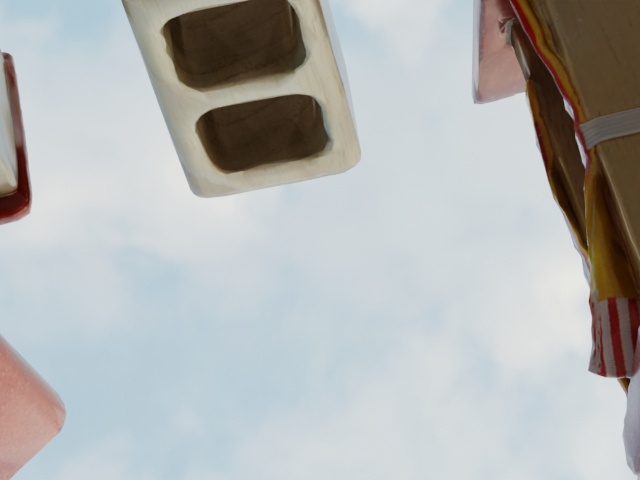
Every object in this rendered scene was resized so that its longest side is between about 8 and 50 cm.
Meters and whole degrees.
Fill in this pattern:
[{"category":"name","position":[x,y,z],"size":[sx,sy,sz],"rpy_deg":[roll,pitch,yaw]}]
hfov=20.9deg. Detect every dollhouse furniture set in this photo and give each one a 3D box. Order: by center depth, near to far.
[{"category":"dollhouse furniture set","position":[0.000,0.000,0.533],"size":[0.374,0.152,0.201],"rpy_deg":[-13,-121,2]}]
